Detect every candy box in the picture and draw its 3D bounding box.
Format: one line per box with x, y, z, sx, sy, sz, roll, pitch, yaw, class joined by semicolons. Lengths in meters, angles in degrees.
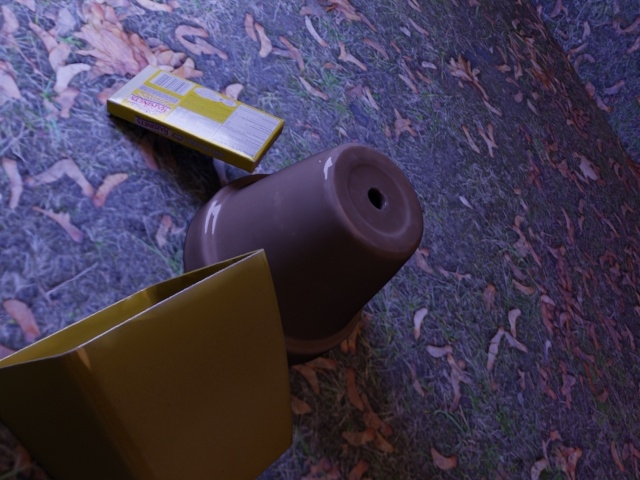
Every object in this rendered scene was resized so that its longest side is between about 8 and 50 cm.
-0.160;-0.162;0.811;0.206;0.027;0.105;24;47;4;candy box

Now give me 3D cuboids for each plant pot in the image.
0.000;0.000;0.769;0.263;0.229;0.263;22;52;-32;plant pot
-0.149;0.148;0.580;0.212;0.212;0.187;-31;100;-47;plant pot
